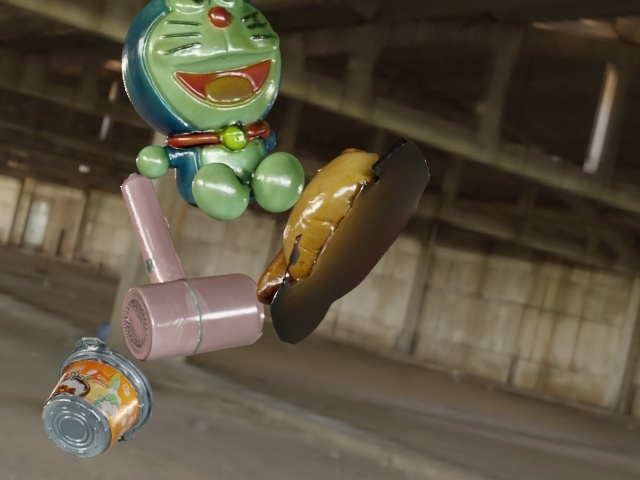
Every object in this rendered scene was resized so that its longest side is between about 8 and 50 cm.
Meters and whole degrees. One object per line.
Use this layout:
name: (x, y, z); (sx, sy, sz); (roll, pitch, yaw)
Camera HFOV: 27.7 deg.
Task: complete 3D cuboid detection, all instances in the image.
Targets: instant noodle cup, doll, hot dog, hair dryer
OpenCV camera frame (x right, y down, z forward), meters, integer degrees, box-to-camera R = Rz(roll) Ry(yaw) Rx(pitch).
instant noodle cup: (-0.387, 0.283, 2.179); (0.178, 0.208, 0.125); (-17, 21, 30)
doll: (-0.141, -0.178, 1.606); (0.199, 0.322, 0.186); (-6, -4, -28)
hot dog: (0.008, -0.023, 1.870); (0.107, 0.326, 0.194); (42, -6, 36)
hair dryer: (-0.244, 0.027, 2.181); (0.210, 0.352, 0.125); (-7, -27, -29)

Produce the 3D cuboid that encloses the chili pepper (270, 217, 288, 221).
chili pepper: (0.000, 0.000, 2.056); (0.192, 0.086, 0.084); (25, 7, -29)
